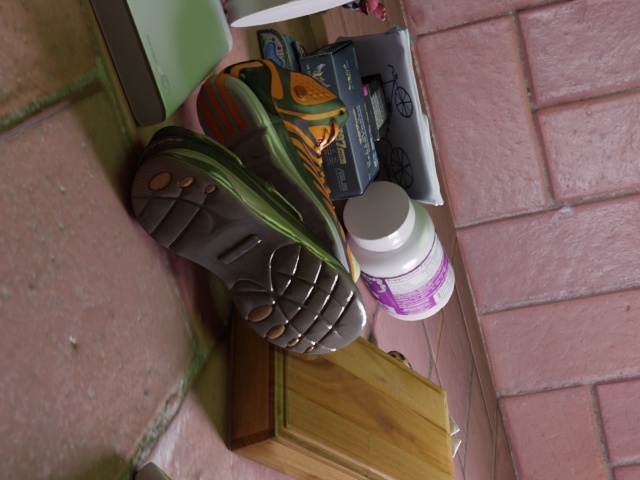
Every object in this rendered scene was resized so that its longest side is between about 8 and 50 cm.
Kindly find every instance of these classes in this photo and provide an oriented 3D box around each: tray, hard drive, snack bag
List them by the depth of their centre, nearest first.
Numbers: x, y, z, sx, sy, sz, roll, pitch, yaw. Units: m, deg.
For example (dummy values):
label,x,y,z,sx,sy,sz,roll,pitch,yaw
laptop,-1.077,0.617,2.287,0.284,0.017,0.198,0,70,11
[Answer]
label,x,y,z,sx,sy,sz,roll,pitch,yaw
hard drive,-0.182,-0.277,1.167,0.307,0.040,0.203,-71,146,-64
tray,0.044,0.230,1.319,0.411,0.076,0.202,35,42,-43
snack bag,0.128,-0.245,1.963,0.323,0.037,0.342,-161,-124,-67

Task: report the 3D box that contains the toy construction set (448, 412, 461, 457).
label,x,y,z,sx,sy,sz,roll,pitch,yaw
toy construction set,0.117,0.357,1.618,0.328,0.151,0.215,16,63,-61

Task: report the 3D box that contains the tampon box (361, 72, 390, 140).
label,x,y,z,sx,sy,sz,roll,pitch,yaw
tampon box,0.052,-0.236,1.840,0.161,0.120,0.101,-56,135,-70

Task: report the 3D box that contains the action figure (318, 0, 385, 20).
label,x,y,z,sx,sy,sz,roll,pitch,yaw
action figure,0.060,-0.587,1.897,0.370,0.276,0.248,66,8,6

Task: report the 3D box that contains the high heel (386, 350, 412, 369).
label,x,y,z,sx,sy,sz,roll,pitch,yaw
high heel,0.175,0.343,1.912,0.186,0.093,0.261,-70,140,-59

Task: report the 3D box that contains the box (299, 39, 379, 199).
label,x,y,z,sx,sy,sz,roll,pitch,yaw
box,0.035,-0.200,1.638,0.183,0.059,0.232,-52,131,-69

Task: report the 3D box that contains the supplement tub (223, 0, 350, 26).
label,x,y,z,sx,sy,sz,roll,pitch,yaw
supplement tub,-0.067,-0.468,1.367,0.228,0.228,0.316,-37,115,-74

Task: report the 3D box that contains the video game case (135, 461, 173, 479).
label,x,y,z,sx,sy,sz,roll,pitch,yaw
video game case,-0.065,0.321,0.933,0.206,0.026,0.227,39,-14,39

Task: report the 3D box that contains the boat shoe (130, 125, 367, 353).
label,x,y,z,sx,sy,sz,roll,pitch,yaw
boat shoe,-0.064,-0.005,1.121,0.355,0.132,0.130,48,23,-37

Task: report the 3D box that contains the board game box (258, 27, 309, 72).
label,x,y,z,sx,sy,sz,roll,pitch,yaw
board game box,-0.042,-0.243,1.618,0.194,0.060,0.194,-6,85,-76

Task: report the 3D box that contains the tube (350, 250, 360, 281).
label,x,y,z,sx,sy,sz,roll,pitch,yaw
tube,0.000,0.000,1.588,0.240,0.062,0.070,53,22,-57

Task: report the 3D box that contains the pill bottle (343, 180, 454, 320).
label,x,y,z,sx,sy,sz,roll,pitch,yaw
pill bottle,0.144,0.019,1.902,0.301,0.169,0.169,58,25,-54

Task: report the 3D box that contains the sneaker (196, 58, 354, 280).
label,x,y,z,sx,sy,sz,roll,pitch,yaw
sneaker,-0.012,-0.088,1.267,0.180,0.125,0.321,-35,103,-47
